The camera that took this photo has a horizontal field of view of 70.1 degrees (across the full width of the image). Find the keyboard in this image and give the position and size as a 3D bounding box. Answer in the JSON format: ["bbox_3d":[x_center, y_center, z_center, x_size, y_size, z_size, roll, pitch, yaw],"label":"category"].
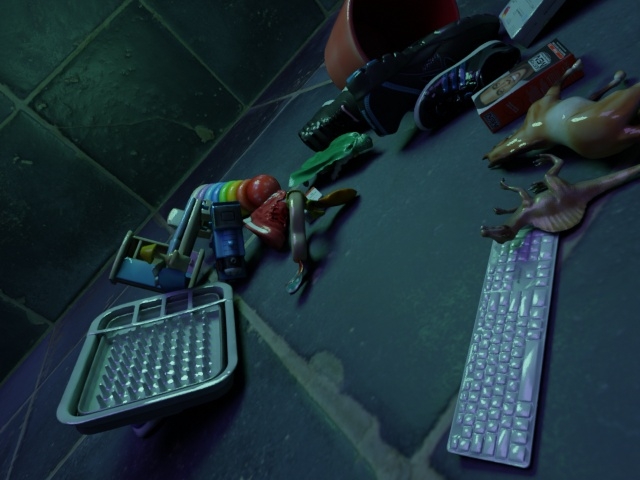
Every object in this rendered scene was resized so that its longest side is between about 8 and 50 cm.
[{"bbox_3d":[0.185,0.086,0.447,0.072,0.014,0.256,-17,39,47],"label":"keyboard"}]

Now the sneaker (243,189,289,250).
[{"bbox_3d":[-0.104,-0.060,1.032,0.128,0.087,0.221,-51,26,-5],"label":"sneaker"}]

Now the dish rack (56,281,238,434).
[{"bbox_3d":[-0.290,0.206,0.837,0.286,0.072,0.333,-13,25,-8],"label":"dish rack"}]

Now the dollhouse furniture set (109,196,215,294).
[{"bbox_3d":[-0.373,-0.025,1.076,0.303,0.198,0.286,122,161,-62],"label":"dollhouse furniture set"}]

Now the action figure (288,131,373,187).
[{"bbox_3d":[0.033,-0.185,1.024,0.232,0.063,0.137,-17,36,53],"label":"action figure"}]

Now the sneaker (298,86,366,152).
[{"bbox_3d":[0.041,-0.282,1.119,0.147,0.104,0.296,-53,20,-10],"label":"sneaker"}]

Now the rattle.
[{"bbox_3d":[0.000,0.000,0.845,0.130,0.143,0.199,113,157,-44],"label":"rattle"}]

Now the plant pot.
[{"bbox_3d":[0.141,-0.456,1.056,0.275,0.275,0.243,-53,16,-12],"label":"plant pot"}]

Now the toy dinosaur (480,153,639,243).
[{"bbox_3d":[0.261,-0.049,0.502,0.183,0.053,0.092,-27,41,16],"label":"toy dinosaur"}]

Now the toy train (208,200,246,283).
[{"bbox_3d":[-0.206,0.002,1.017,0.105,0.080,0.184,143,120,-71],"label":"toy train"}]

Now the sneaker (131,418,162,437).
[{"bbox_3d":[-0.357,0.272,0.920,0.095,0.104,0.236,-43,24,11],"label":"sneaker"}]

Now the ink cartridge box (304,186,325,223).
[{"bbox_3d":[-0.024,-0.084,1.004,0.063,0.029,0.115,-46,25,4],"label":"ink cartridge box"}]

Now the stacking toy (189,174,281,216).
[{"bbox_3d":[-0.230,-0.111,1.277,0.330,0.141,0.141,-6,47,46],"label":"stacking toy"}]

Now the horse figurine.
[{"bbox_3d":[0.316,-0.146,0.522,0.174,0.066,0.263,-41,23,-1],"label":"horse figurine"}]

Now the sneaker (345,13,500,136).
[{"bbox_3d":[0.214,-0.328,0.899,0.341,0.139,0.125,-30,14,-10],"label":"sneaker"}]

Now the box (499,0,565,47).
[{"bbox_3d":[0.398,-0.448,0.794,0.186,0.038,0.145,-53,16,38],"label":"box"}]

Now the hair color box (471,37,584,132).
[{"bbox_3d":[0.306,-0.231,0.686,0.141,0.043,0.072,-33,29,28],"label":"hair color box"}]

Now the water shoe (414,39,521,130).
[{"bbox_3d":[0.251,-0.271,0.797,0.203,0.073,0.080,-43,27,9],"label":"water shoe"}]
